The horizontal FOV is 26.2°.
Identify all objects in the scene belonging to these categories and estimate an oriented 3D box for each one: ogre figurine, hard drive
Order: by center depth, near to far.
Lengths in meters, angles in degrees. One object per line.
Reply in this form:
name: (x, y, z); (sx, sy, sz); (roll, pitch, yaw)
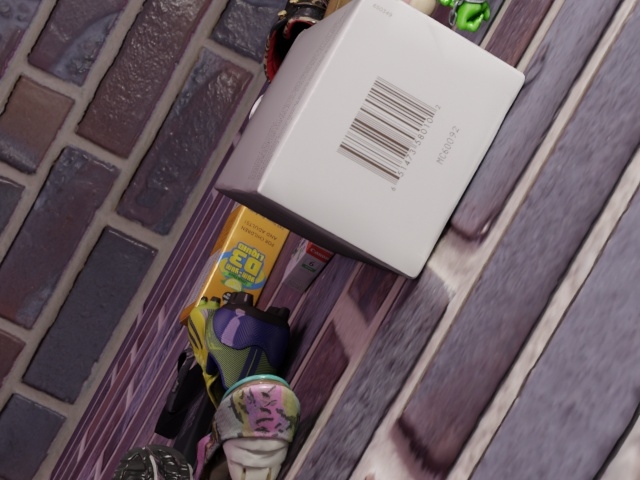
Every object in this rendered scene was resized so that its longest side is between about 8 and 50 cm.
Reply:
ogre figurine: (0.162, -0.306, 1.340); (0.197, 0.097, 0.118); (-50, -18, -40)
hard drive: (-0.155, 0.237, 1.655); (0.094, 0.022, 0.135); (-50, 15, 49)

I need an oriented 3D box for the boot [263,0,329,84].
boot: (0.024, -0.430, 2.248); (0.377, 0.138, 0.284); (-56, 9, 50)

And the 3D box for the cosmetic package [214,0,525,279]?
cosmetic package: (0.026, -0.093, 1.242); (0.197, 0.155, 0.365); (-61, 9, -1)

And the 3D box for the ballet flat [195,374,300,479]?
ballet flat: (-0.068, 0.189, 1.224); (0.221, 0.077, 0.079); (126, 151, -61)

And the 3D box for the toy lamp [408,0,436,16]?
toy lamp: (0.118, -0.274, 1.499); (0.274, 0.080, 0.080); (-60, 10, 10)

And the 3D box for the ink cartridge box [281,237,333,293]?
ink cartridge box: (0.000, 0.000, 1.488); (0.115, 0.029, 0.063); (-53, 12, 44)

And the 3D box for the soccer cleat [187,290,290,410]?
soccer cleat: (-0.105, 0.127, 1.503); (0.289, 0.093, 0.121); (152, 138, -74)

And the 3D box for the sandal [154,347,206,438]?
sandal: (-0.178, 0.193, 1.803); (0.254, 0.054, 0.097); (-50, 15, 50)

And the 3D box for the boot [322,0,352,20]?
boot: (0.082, -0.317, 1.723); (0.236, 0.089, 0.269); (-17, -49, -44)

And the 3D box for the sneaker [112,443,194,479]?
sneaker: (-0.183, 0.341, 1.354); (0.108, 0.100, 0.271); (91, -168, -51)

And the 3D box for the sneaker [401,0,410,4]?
sneaker: (0.086, -0.237, 1.644); (0.070, 0.051, 0.134); (-70, 4, -62)

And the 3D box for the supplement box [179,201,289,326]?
supplement box: (-0.101, 0.019, 1.825); (0.233, 0.078, 0.080); (-66, 13, -20)
